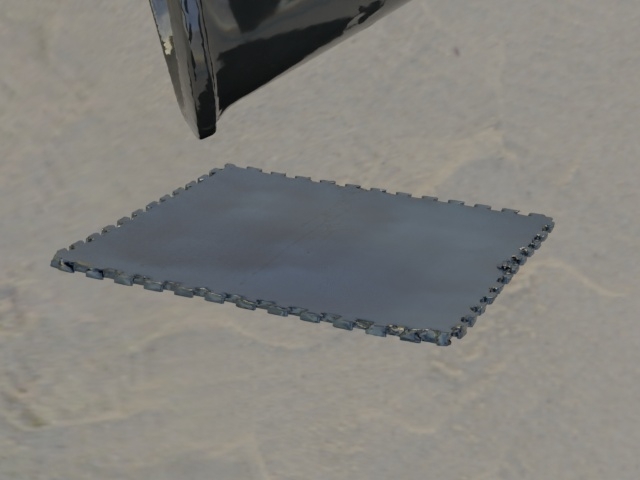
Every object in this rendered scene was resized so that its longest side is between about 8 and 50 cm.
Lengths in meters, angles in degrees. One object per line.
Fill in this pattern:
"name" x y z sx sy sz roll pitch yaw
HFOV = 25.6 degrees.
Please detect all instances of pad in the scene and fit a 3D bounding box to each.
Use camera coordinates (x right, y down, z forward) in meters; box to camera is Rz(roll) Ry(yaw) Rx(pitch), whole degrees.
"pad" 0.000 0.000 0.937 0.269 0.269 0.012 -34 131 -62

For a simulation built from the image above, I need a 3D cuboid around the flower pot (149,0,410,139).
"flower pot" -0.031 -0.206 0.831 0.166 0.269 0.269 -14 90 -9
